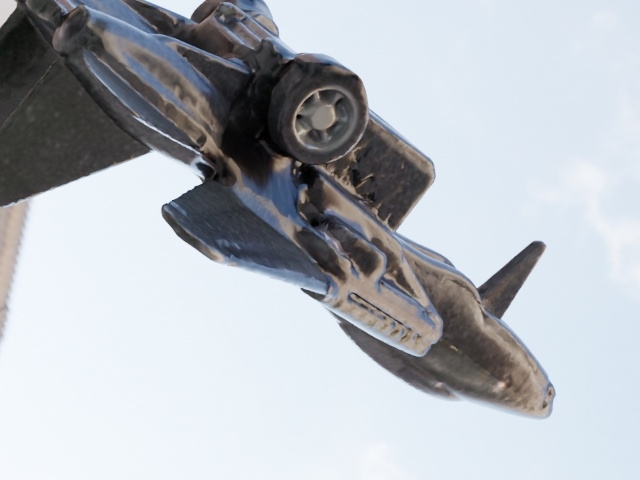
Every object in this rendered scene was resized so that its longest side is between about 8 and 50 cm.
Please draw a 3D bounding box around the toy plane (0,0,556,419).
[{"bbox_3d":[0.007,-0.010,0.545,0.088,0.267,0.212,-55,-145,10],"label":"toy plane"}]
